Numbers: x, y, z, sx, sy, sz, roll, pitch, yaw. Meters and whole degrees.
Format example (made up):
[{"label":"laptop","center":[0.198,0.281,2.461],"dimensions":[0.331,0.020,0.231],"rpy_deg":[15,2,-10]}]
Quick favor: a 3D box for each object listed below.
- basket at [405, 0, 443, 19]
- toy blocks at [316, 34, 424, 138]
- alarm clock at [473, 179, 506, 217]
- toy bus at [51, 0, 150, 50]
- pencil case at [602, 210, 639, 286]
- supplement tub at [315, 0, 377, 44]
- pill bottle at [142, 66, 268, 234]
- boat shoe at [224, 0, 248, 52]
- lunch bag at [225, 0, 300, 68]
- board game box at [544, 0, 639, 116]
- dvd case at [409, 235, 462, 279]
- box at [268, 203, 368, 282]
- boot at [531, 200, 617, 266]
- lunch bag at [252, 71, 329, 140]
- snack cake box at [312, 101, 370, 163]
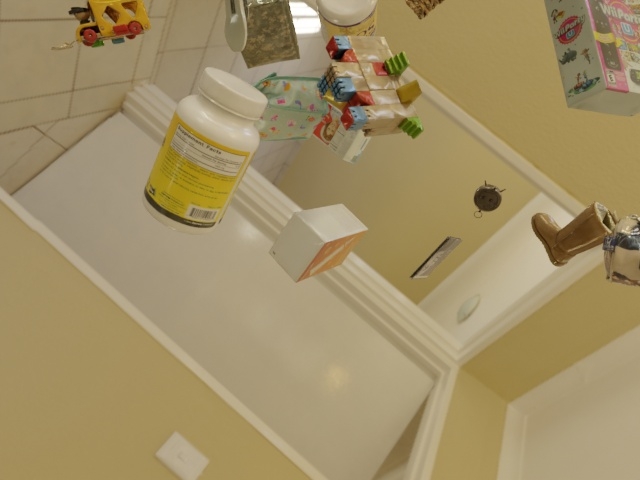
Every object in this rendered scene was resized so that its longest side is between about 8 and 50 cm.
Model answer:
[{"label":"basket","center":[0.204,-0.665,0.913],"dimensions":[0.213,0.223,0.299],"rpy_deg":[-36,170,26]},{"label":"toy blocks","center":[0.117,-0.461,1.295],"dimensions":[0.260,0.382,0.190],"rpy_deg":[-13,167,-29]},{"label":"alarm clock","center":[0.810,-0.189,2.122],"dimensions":[0.064,0.129,0.192],"rpy_deg":[-52,165,-54]},{"label":"toy bus","center":[-0.503,-0.517,1.001],"dimensions":[0.202,0.190,0.104],"rpy_deg":[-61,143,-61]},{"label":"pencil case","center":[0.892,0.032,0.989],"dimensions":[0.410,0.184,0.160],"rpy_deg":[5,-156,39]},{"label":"supplement tub","center":[0.113,-0.927,1.785],"dimensions":[0.241,0.241,0.331],"rpy_deg":[-50,173,1]},{"label":"pill bottle","center":[-0.252,-0.194,0.960],"dimensions":[0.334,0.188,0.188],"rpy_deg":[-58,173,23]},{"label":"boat shoe","center":[-0.261,-0.723,1.386],"dimensions":[0.070,0.077,0.219],"rpy_deg":[-51,148,-56]},{"label":"lunch bag","center":[-0.219,-0.831,1.678],"dimensions":[0.235,0.169,0.287],"rpy_deg":[-10,166,3]},{"label":"board game box","center":[0.664,-0.457,1.012],"dimensions":[0.223,0.304,0.097],"rpy_deg":[-1,167,-24]},{"label":"dvd case","center":[0.455,0.072,1.700],"dimensions":[0.221,0.018,0.164],"rpy_deg":[-50,153,20]},{"label":"box","center":[0.000,0.000,1.701],"dimensions":[0.345,0.168,0.215],"rpy_deg":[-17,148,-56]},{"label":"boot","center":[0.891,-0.057,1.530],"dimensions":[0.089,0.236,0.269],"rpy_deg":[-11,154,-15]},{"label":"lunch bag","center":[-0.135,-0.443,1.458],"dimensions":[0.262,0.160,0.223],"rpy_deg":[-5,168,-21]},{"label":"snack cake box","center":[0.077,-0.452,1.794],"dimensions":[0.089,0.264,0.152],"rpy_deg":[6,122,-49]}]
